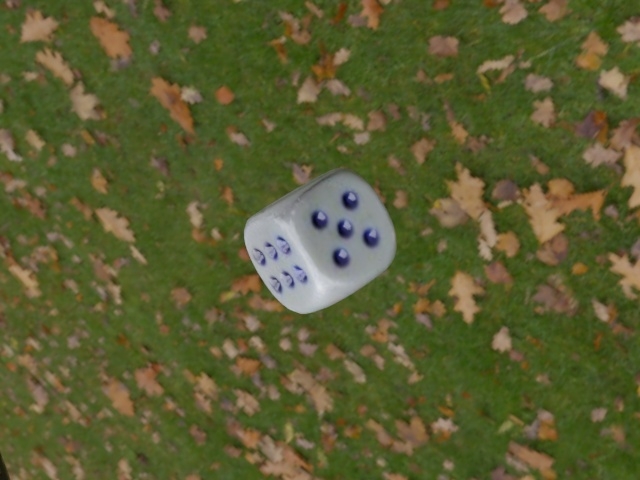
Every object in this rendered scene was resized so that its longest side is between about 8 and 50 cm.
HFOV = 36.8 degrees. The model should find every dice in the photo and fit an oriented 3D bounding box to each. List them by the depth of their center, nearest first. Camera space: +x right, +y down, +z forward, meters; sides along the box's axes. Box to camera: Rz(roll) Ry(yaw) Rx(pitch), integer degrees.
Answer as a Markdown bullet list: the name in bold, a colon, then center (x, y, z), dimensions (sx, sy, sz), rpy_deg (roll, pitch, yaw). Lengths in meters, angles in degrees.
- **dice**: center (0.000, 0.000, 1.631), dimensions (0.194, 0.191, 0.193), rpy_deg (59, 151, -7)

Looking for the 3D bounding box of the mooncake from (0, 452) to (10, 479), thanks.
- **mooncake**: center (-0.712, 0.459, 1.627), dimensions (0.212, 0.381, 0.351), rpy_deg (57, 132, 22)
